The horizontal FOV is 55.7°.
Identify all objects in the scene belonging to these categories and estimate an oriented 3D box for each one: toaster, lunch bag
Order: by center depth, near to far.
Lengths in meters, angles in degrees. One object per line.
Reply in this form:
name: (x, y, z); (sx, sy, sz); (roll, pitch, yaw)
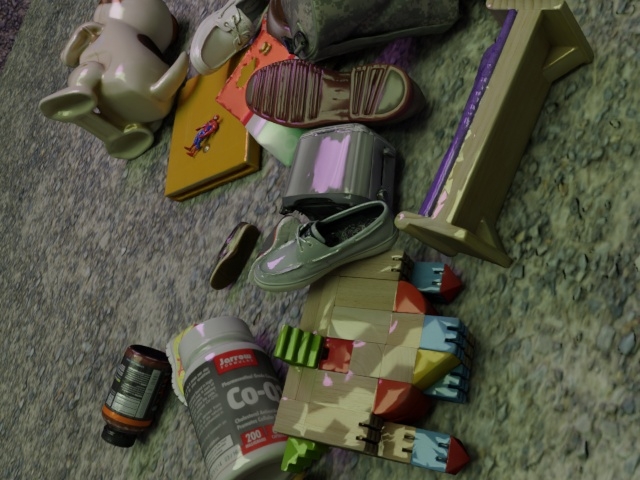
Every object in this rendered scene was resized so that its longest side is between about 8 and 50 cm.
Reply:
lunch bag: (0.070, -0.452, 1.023); (0.212, 0.305, 0.256); (143, 111, -75)
toaster: (0.030, -0.112, 1.059); (0.227, 0.129, 0.146); (0, 73, 44)

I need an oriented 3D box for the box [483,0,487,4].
box: (0.343, -0.557, 1.003); (0.293, 0.073, 0.295); (-40, 51, 22)

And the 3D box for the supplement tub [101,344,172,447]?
supplement tub: (-0.389, 0.326, 1.267); (0.106, 0.106, 0.198); (19, 86, 44)

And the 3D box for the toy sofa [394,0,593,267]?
toy sofa: (0.234, -0.158, 0.885); (0.177, 0.150, 0.363); (22, 88, 43)

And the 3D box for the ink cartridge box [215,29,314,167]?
ink cartridge box: (-0.086, -0.282, 1.200); (0.224, 0.056, 0.181); (39, 104, 3)

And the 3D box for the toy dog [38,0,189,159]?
toy dog: (-0.511, -0.491, 1.582); (0.395, 0.284, 0.408); (-24, 56, 36)

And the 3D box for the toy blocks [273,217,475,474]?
toy blocks: (0.099, 0.162, 0.875); (0.261, 0.191, 0.381); (2, 67, 30)

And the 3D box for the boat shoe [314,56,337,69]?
boat shoe: (-0.030, -0.322, 1.249); (0.178, 0.064, 0.060); (-52, 12, 7)

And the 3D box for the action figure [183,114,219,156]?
action figure: (-0.268, -0.242, 1.376); (0.115, 0.030, 0.038); (-43, 44, 17)

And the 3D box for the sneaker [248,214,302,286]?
sneaker: (-0.087, 0.019, 1.172); (0.158, 0.061, 0.065); (-55, 20, 9)

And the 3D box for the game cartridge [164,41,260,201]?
game cartridge: (-0.245, -0.275, 1.424); (0.285, 0.052, 0.324); (-15, 61, 36)

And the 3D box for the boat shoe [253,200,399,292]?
boat shoe: (0.001, 0.001, 0.879); (0.227, 0.081, 0.079); (-22, 48, 3)

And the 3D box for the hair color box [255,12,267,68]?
hair color box: (-0.096, -0.427, 1.335); (0.043, 0.072, 0.141); (-8, 67, 39)

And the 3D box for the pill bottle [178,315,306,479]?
pill bottle: (-0.141, 0.277, 1.030); (0.161, 0.161, 0.283); (-45, 50, 18)

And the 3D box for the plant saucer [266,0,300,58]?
plant saucer: (0.016, -0.505, 1.230); (0.310, 0.050, 0.311); (-13, 59, 23)

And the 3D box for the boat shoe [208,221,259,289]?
boat shoe: (-0.182, 0.030, 1.244); (0.049, 0.056, 0.152); (30, 85, 49)

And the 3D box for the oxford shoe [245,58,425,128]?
oxford shoe: (0.021, -0.250, 1.098); (0.348, 0.130, 0.123); (13, 95, 30)

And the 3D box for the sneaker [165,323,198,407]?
sneaker: (-0.240, 0.246, 1.186); (0.094, 0.081, 0.208); (-47, 48, 14)

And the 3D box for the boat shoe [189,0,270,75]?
boat shoe: (-0.195, -0.493, 1.385); (0.096, 0.098, 0.277); (7, 59, 46)

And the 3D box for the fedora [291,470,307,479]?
fedora: (-0.053, 0.449, 0.915); (0.079, 0.194, 0.194); (32, 96, 9)
